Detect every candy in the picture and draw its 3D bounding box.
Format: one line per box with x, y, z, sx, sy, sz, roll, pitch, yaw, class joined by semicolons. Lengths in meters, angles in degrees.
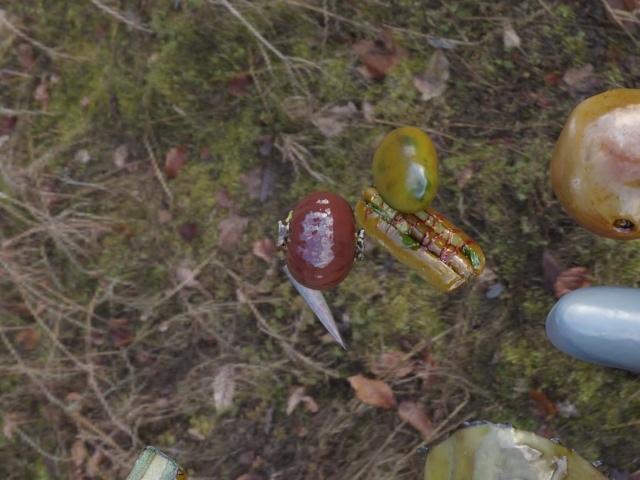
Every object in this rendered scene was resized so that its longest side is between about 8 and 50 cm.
0.287;0.079;0.753;0.174;0.138;0.071;8;82;11;candy

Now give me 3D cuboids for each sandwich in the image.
-0.193;0.357;1.165;0.079;0.163;0.113;19;73;35;sandwich

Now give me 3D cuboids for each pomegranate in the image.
0.406;-0.095;1.141;0.209;0.209;0.209;-2;87;36;pomegranate

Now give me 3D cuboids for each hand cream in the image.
-0.009;0.113;1.654;0.043;0.067;0.209;-32;94;-3;hand cream

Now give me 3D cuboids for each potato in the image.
0.237;0.415;1.112;0.301;0.289;0.237;-40;21;49;potato

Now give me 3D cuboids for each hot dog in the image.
0.137;-0.016;1.300;0.104;0.076;0.250;-32;50;-16;hot dog

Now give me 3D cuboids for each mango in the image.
0.122;-0.094;1.237;0.163;0.089;0.111;-91;12;-46;mango

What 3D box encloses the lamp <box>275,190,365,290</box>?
0.000;0.000;0.877;0.090;0.101;0.101;4;90;-5;lamp
